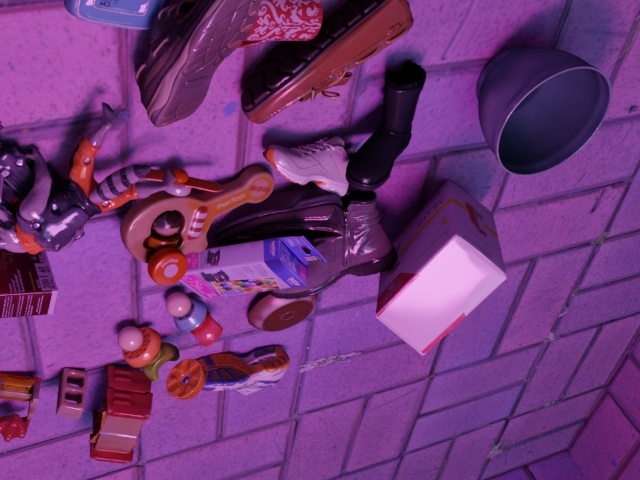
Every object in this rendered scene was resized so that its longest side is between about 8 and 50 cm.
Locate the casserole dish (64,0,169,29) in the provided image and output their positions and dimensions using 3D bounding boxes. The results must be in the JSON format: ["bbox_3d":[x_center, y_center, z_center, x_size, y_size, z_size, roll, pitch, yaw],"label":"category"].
[{"bbox_3d":[-0.337,-0.406,1.402,0.189,0.037,0.114,2,131,-34],"label":"casserole dish"}]

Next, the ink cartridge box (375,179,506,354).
[{"bbox_3d":[0.283,0.053,2.025,0.160,0.384,0.279,38,111,-9],"label":"ink cartridge box"}]

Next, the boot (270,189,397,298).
[{"bbox_3d":[0.000,0.000,2.014,0.338,0.118,0.222,-21,123,9],"label":"boot"}]

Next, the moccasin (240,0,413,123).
[{"bbox_3d":[0.014,-0.348,1.628,0.380,0.139,0.147,-40,133,-4],"label":"moccasin"}]

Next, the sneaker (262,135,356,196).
[{"bbox_3d":[-0.012,-0.185,1.821,0.263,0.099,0.121,12,118,-50],"label":"sneaker"}]

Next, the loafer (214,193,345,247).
[{"bbox_3d":[-0.090,-0.018,1.875,0.303,0.095,0.109,-17,161,8],"label":"loafer"}]

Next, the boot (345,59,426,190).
[{"bbox_3d":[0.138,-0.248,1.778,0.246,0.094,0.207,-50,157,-39],"label":"boot"}]

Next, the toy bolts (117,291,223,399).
[{"bbox_3d":[-0.348,0.236,1.979,0.228,0.218,0.158,-47,136,-8],"label":"toy bolts"}]

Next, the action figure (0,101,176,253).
[{"bbox_3d":[-0.480,-0.100,1.529,0.330,0.178,0.341,-37,138,5],"label":"action figure"}]

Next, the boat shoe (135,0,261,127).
[{"bbox_3d":[-0.230,-0.343,1.422,0.132,0.130,0.355,-28,166,-50],"label":"boat shoe"}]

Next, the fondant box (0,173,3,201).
[{"bbox_3d":[-0.733,-0.094,1.372,0.238,0.096,0.330,-43,126,14],"label":"fondant box"}]

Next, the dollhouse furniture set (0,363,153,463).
[{"bbox_3d":[-0.612,0.407,2.048,0.374,0.152,0.201,13,126,-21],"label":"dollhouse furniture set"}]

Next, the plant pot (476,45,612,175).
[{"bbox_3d":[0.475,-0.319,1.898,0.293,0.196,0.293,-18,139,-17],"label":"plant pot"}]

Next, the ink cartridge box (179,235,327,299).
[{"bbox_3d":[-0.156,0.063,1.883,0.311,0.065,0.186,-11,156,14],"label":"ink cartridge box"}]

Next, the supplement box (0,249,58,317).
[{"bbox_3d":[-0.655,0.086,1.651,0.240,0.130,0.073,-3,134,-32],"label":"supplement box"}]

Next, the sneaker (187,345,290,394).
[{"bbox_3d":[-0.223,0.376,2.264,0.297,0.111,0.131,-3,134,-30],"label":"sneaker"}]

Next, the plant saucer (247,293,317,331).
[{"bbox_3d":[-0.091,0.184,2.173,0.199,0.036,0.198,-22,152,-12],"label":"plant saucer"}]

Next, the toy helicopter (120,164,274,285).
[{"bbox_3d":[-0.257,-0.080,1.766,0.355,0.140,0.234,-27,134,-22],"label":"toy helicopter"}]

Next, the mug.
[{"bbox_3d":[-0.100,-0.412,1.520,0.169,0.150,0.113,-7,98,-34],"label":"mug"}]
